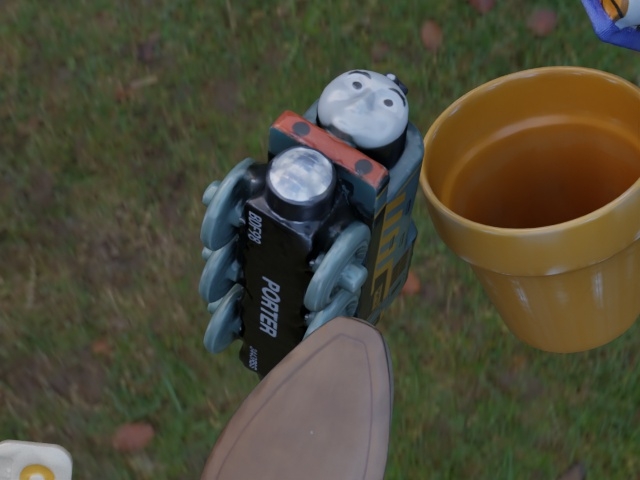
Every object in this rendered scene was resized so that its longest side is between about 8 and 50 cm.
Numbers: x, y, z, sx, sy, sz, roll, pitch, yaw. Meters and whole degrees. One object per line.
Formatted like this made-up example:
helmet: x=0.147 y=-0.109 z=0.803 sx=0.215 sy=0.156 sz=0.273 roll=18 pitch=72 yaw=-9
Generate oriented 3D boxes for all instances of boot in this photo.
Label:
boot: x=-0.004 y=0.075 z=0.491 sx=0.042 sy=0.087 sz=0.118 roll=26 pitch=94 yaw=15

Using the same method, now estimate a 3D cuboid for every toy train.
toy train: x=0.000 y=0.000 z=1.511 sx=0.142 sy=0.334 sz=0.190 roll=30 pitch=63 yaw=14

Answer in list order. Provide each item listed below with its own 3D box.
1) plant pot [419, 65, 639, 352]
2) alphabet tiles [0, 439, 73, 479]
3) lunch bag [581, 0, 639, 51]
plant pot: x=0.201 y=-0.013 z=1.611 sx=0.205 sy=0.188 sz=0.205 roll=-10 pitch=43 yaw=10
alphabet tiles: x=-0.351 y=0.234 z=1.593 sx=0.278 sy=0.021 sz=0.284 roll=6 pitch=107 yaw=-2
lunch bag: x=0.282 y=-0.382 z=1.454 sx=0.328 sy=0.239 sz=0.385 roll=-34 pitch=69 yaw=25
